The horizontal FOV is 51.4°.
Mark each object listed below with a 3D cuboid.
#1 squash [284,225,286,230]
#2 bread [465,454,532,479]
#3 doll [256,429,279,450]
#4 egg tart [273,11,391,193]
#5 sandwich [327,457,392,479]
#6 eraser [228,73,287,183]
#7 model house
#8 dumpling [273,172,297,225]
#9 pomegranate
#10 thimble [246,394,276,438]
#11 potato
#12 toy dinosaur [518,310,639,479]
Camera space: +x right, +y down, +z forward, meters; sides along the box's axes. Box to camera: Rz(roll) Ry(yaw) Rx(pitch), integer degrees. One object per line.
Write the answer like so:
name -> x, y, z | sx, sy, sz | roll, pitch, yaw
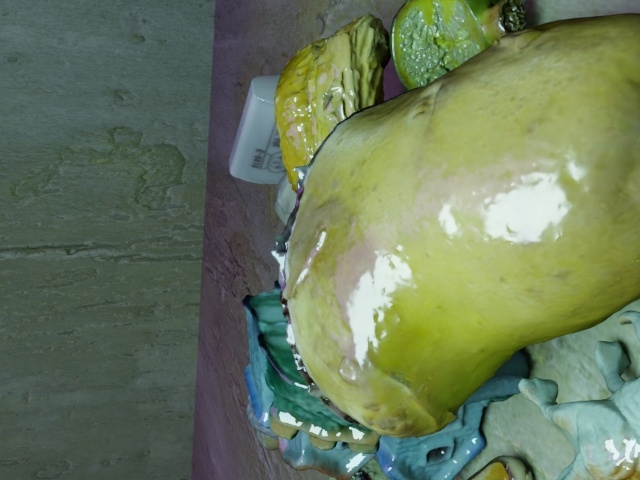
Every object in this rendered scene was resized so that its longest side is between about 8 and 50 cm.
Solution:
squash -> 0.003, -0.001, 1.341 | 0.200, 0.075, 0.090 | 18, 128, 47
bread -> 0.200, 0.329, 0.817 | 0.214, 0.053, 0.073 | 111, 147, -41
doll -> -0.047, 0.260, 1.342 | 0.174, 0.235, 0.330 | -1, 100, 28
egg tart -> 0.025, -0.130, 0.920 | 0.351, 0.153, 0.339 | -79, -14, -72
sandwich -> 0.083, 0.456, 1.081 | 0.254, 0.100, 0.288 | 128, 138, -71
eraser -> -0.090, -0.234, 1.443 | 0.270, 0.174, 0.094 | 119, 146, -54
model house -> 0.057, 0.228, 0.875 | 0.251, 0.295, 0.329 | -121, 29, -49
dumpling -> 0.009, -0.088, 1.233 | 0.147, 0.193, 0.258 | 49, -175, -22
pomegranate -> 0.172, -0.247, 0.794 | 0.169, 0.122, 0.143 | -19, 102, 40
thimble -> -0.005, 0.238, 1.130 | 0.217, 0.157, 0.245 | -45, 22, 33
potato -> 0.146, -0.008, 0.549 | 0.397, 0.290, 0.296 | -50, 13, -11
toy dinosaur -> 0.229, 0.156, 0.534 | 0.393, 0.092, 0.205 | -55, 9, 5
